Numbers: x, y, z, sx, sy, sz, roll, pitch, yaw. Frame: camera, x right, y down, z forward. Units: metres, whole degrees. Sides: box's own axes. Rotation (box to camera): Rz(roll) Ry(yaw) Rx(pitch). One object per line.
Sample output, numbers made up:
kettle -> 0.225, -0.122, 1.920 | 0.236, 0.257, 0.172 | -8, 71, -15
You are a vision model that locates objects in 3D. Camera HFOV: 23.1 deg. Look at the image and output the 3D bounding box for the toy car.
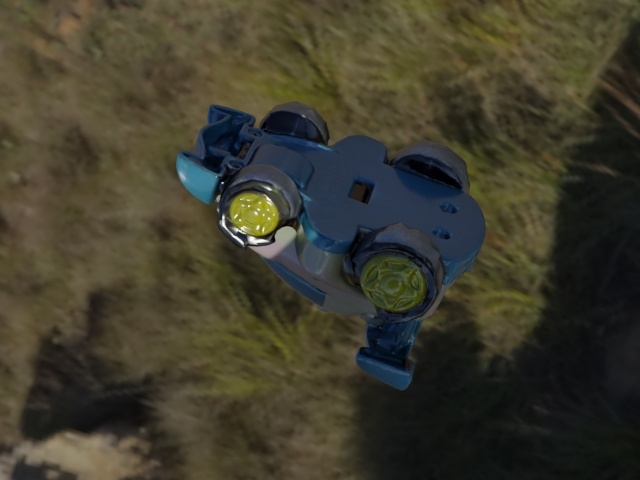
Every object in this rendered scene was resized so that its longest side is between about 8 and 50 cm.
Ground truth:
toy car -> 0.000, 0.000, 0.826 | 0.126, 0.161, 0.098 | -70, -2, -62
